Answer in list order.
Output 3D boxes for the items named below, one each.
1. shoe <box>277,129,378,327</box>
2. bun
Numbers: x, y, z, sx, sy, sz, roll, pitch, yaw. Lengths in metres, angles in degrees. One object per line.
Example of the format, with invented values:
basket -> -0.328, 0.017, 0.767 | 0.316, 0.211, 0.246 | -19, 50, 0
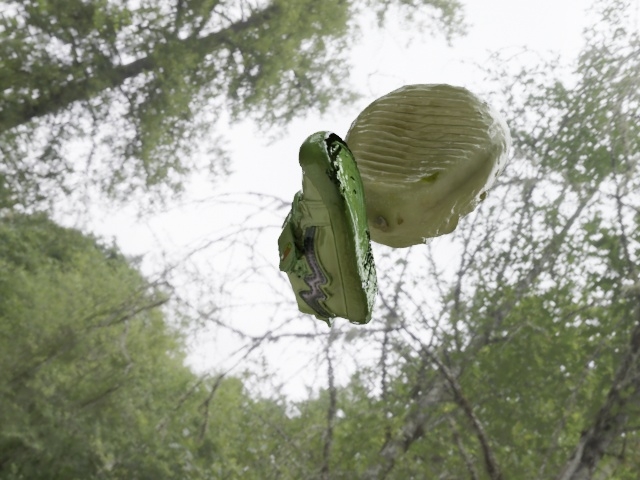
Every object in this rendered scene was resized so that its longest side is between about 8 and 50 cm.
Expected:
shoe -> 0.007, -0.001, 0.895 | 0.140, 0.128, 0.262 | -101, 174, -63
bun -> 0.141, -0.104, 1.037 | 0.259, 0.259, 0.160 | 24, -15, 33
